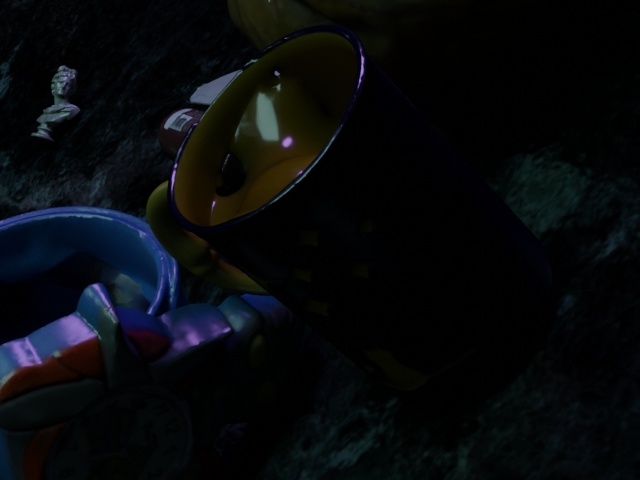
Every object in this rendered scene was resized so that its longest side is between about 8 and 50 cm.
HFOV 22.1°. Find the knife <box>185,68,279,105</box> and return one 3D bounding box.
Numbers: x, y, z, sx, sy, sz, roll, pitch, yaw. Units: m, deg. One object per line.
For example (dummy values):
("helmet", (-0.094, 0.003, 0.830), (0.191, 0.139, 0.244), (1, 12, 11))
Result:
("knife", (-0.056, -0.152, 1.682), (0.081, 0.043, 0.336), (-48, 29, -9))

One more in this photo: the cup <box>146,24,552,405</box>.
("cup", (0.015, -0.016, 1.223), (0.178, 0.256, 0.255), (-54, 34, -10))

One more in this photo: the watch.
("watch", (-0.183, 0.079, 1.366), (0.305, 0.241, 0.274), (-28, 42, -25))

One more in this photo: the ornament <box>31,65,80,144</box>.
("ornament", (-0.324, -0.162, 2.029), (0.068, 0.041, 0.092), (-30, 45, 38))

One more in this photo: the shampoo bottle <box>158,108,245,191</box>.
("shampoo bottle", (-0.084, -0.085, 1.620), (0.236, 0.067, 0.068), (26, 87, 58))

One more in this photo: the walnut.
("walnut", (0.081, -0.275, 1.372), (0.344, 0.306, 0.306), (-18, 24, -21))

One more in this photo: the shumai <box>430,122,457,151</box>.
("shumai", (0.048, -0.061, 1.382), (0.139, 0.123, 0.105), (-21, 51, 18))
